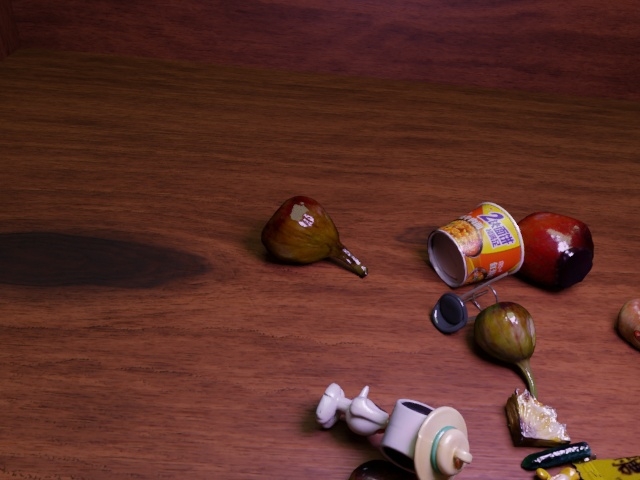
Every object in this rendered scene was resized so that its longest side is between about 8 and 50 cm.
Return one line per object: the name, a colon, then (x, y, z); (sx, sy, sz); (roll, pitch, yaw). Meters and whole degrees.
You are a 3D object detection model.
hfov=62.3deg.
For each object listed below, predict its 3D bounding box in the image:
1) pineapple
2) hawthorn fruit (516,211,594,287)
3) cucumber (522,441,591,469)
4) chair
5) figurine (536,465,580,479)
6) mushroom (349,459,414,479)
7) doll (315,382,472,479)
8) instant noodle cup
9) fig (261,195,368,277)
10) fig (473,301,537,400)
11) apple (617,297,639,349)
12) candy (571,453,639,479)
pineapple: (0.426, 0.367, 1.053); (0.137, 0.069, 0.116); (36, 52, 28)
hawthorn fruit: (0.605, 0.020, 1.434); (0.250, 0.215, 0.215); (21, 39, 32)
cucumber: (0.449, 0.413, 1.014); (0.133, 0.032, 0.032); (-10, 39, -5)
chair: (0.380, 0.150, 1.311); (0.222, 0.095, 0.104); (-18, 31, -27)
figurine: (0.374, 0.468, 0.881); (0.246, 0.131, 0.156); (-11, 79, -45)
mushroom: (0.110, 0.437, 0.929); (0.123, 0.052, 0.123); (6, 40, -6)
doll: (0.121, 0.342, 0.949); (0.272, 0.208, 0.143); (20, 69, 11)
instant noodle cup: (0.401, 0.022, 1.411); (0.174, 0.213, 0.213); (-20, 44, -18)
fig: (-0.017, 0.007, 1.435); (0.290, 0.191, 0.190); (36, 31, -22)
fig: (0.439, 0.254, 1.180); (0.149, 0.149, 0.245); (-10, 64, -20)
apple: (0.795, 0.204, 1.295); (0.126, 0.102, 0.126); (1, 41, -1)
candy: (0.638, 0.446, 0.957); (0.298, 0.081, 0.187); (-5, 15, -2)
